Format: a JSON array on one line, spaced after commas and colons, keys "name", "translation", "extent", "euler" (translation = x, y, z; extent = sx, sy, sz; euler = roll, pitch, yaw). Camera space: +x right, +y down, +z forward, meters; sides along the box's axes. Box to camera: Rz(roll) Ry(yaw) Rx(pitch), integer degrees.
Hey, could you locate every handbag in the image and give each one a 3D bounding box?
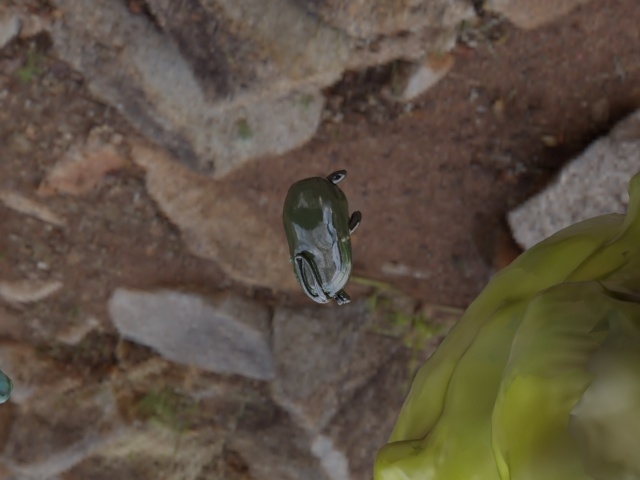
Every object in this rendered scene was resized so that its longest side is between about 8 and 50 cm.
[{"name": "handbag", "translation": [0.000, 0.000, 1.109], "extent": [0.072, 0.111, 0.047], "euler": [-12, 176, 33]}]

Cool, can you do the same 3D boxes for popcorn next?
[{"name": "popcorn", "translation": [0.168, 0.129, 0.591], "extent": [0.312, 0.312, 0.312], "euler": [9, 147, 6]}]

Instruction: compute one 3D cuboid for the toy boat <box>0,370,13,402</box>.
[{"name": "toy boat", "translation": [-0.258, 0.130, 0.601], "extent": [0.276, 0.084, 0.111], "euler": [-47, 162, 12]}]
